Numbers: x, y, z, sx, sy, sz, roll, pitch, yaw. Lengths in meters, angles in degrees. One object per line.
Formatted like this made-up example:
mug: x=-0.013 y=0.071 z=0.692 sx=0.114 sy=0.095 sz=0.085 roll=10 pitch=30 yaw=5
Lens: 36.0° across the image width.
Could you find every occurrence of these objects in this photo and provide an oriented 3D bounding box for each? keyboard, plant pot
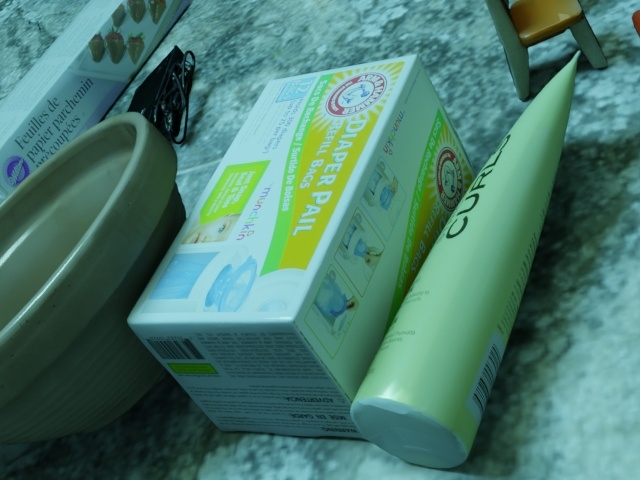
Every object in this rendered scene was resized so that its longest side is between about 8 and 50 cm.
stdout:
keyboard: x=-0.144 y=-0.095 z=0.858 sx=0.100 sy=0.038 sz=0.192 roll=-37 pitch=30 yaw=35
plant pot: x=-0.156 y=0.041 z=0.612 sx=0.237 sy=0.110 sz=0.237 roll=-36 pitch=27 yaw=22

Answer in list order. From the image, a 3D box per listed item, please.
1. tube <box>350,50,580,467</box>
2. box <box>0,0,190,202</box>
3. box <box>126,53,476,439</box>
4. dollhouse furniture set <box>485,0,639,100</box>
tube: x=0.088 y=0.005 z=0.532 sx=0.070 sy=0.062 sz=0.240 roll=-4 pitch=46 yaw=43
box: x=-0.237 y=-0.158 z=0.960 sx=0.067 sy=0.063 sz=0.324 roll=-3 pitch=45 yaw=36
box: x=0.000 y=0.000 z=0.570 sx=0.114 sy=0.103 sz=0.203 roll=-4 pitch=45 yaw=34
dollhouse furniture set: x=0.222 y=-0.188 z=0.593 sx=0.262 sy=0.135 sz=0.259 roll=-21 pitch=38 yaw=16
